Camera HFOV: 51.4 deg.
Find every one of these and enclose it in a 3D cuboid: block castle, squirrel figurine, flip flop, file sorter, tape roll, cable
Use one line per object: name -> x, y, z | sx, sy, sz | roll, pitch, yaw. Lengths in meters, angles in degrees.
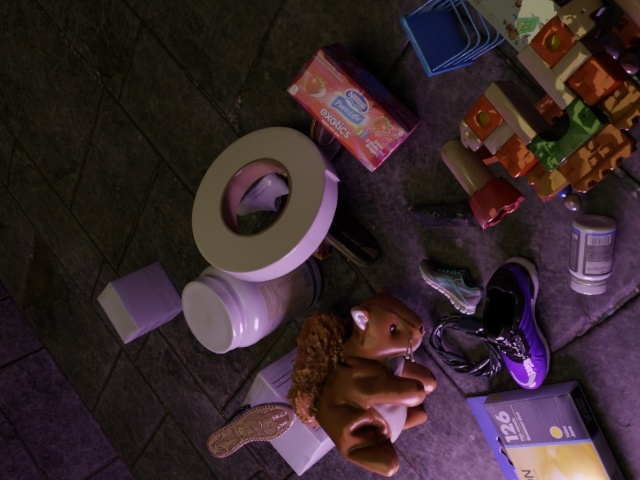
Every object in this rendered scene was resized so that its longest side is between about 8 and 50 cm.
block castle -> 0.433, -0.209, 1.050 | 0.213, 0.303, 0.453 | 56, 137, 16
squirrel figurine -> 0.086, 0.300, 1.641 | 0.396, 0.281, 0.371 | 12, 111, 30
flip flop -> 0.032, -0.032, 1.663 | 0.277, 0.112, 0.080 | 45, 145, 10
file sorter -> 0.251, -0.391, 1.224 | 0.104, 0.170, 0.118 | -26, 91, 44
tape roll -> -0.141, -0.093, 1.624 | 0.391, 0.072, 0.392 | -12, 64, 26
cable -> 0.338, 0.248, 1.552 | 0.184, 0.047, 0.151 | 3, 117, 40

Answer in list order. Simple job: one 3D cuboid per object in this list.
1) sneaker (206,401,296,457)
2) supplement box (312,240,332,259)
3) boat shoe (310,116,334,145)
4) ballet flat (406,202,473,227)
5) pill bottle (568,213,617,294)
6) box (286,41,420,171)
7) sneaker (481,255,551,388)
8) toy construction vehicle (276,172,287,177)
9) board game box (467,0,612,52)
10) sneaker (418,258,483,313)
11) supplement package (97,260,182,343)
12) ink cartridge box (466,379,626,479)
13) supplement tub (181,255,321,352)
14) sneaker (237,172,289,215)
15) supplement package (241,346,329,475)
sneaker -> -0.167, 0.491, 1.818 | 0.282, 0.153, 0.099 | -29, 87, 22
supplement box -> 0.000, 0.000, 1.742 | 0.055, 0.043, 0.083 | 27, 126, 34
boat shoe -> 0.036, -0.302, 1.538 | 0.073, 0.073, 0.207 | 40, 132, 26
ballet flat -> 0.265, -0.059, 1.474 | 0.173, 0.049, 0.057 | 6, 147, 45
pill bottle -> 0.509, 0.027, 1.251 | 0.078, 0.078, 0.137 | 15, 120, 38
box -> 0.073, -0.287, 1.416 | 0.257, 0.128, 0.122 | 44, 120, 0
sneaker -> 0.394, 0.193, 1.390 | 0.102, 0.146, 0.294 | 0, 109, 43
toy construction vehicle -> -0.078, -0.205, 1.728 | 0.098, 0.035, 0.086 | 24, 114, 31
board game box -> 0.310, -0.444, 1.103 | 0.303, 0.224, 0.097 | 50, 132, 12
sneaker -> 0.299, 0.088, 1.503 | 0.166, 0.065, 0.076 | 40, 116, 17
supplement package -> -0.624, 0.215, 2.319 | 0.149, 0.203, 0.194 | -39, 81, 46
ink cartridge box -> 0.498, 0.481, 1.494 | 0.307, 0.072, 0.304 | -26, 92, 45
supplement tub -> -0.181, 0.139, 1.775 | 0.235, 0.324, 0.236 | 21, 123, 36
sneaker -> -0.157, -0.107, 1.824 | 0.094, 0.080, 0.212 | 42, 140, -8
supplement package -> -0.053, 0.481, 1.914 | 0.262, 0.198, 0.199 | 44, 135, 19
